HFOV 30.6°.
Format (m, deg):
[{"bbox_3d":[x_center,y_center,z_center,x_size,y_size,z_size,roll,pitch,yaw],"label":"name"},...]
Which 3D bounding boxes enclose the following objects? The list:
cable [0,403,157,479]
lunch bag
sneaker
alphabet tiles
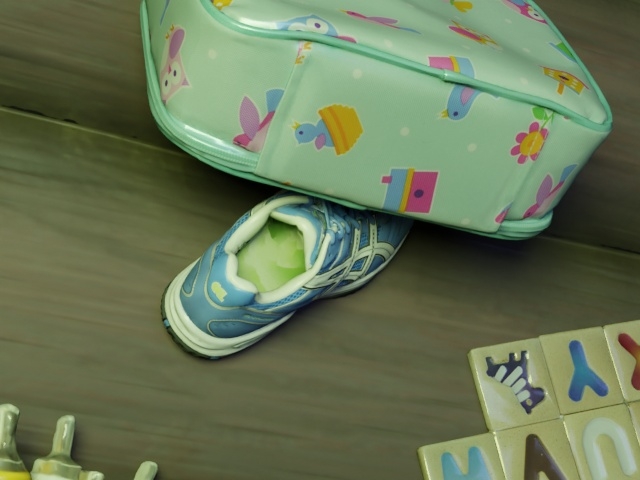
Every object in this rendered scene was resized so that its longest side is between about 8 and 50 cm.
[{"bbox_3d":[-0.155,0.236,0.602,0.139,0.072,0.287,29,73,-31],"label":"cable"},{"bbox_3d":[0.031,-0.111,0.732,0.279,0.108,0.224,12,30,-22],"label":"lunch bag"},{"bbox_3d":[0.000,0.000,0.729,0.211,0.081,0.080,-38,87,-33],"label":"sneaker"},{"bbox_3d":[0.215,0.224,0.779,0.285,0.011,0.342,-6,73,-26],"label":"alphabet tiles"}]
